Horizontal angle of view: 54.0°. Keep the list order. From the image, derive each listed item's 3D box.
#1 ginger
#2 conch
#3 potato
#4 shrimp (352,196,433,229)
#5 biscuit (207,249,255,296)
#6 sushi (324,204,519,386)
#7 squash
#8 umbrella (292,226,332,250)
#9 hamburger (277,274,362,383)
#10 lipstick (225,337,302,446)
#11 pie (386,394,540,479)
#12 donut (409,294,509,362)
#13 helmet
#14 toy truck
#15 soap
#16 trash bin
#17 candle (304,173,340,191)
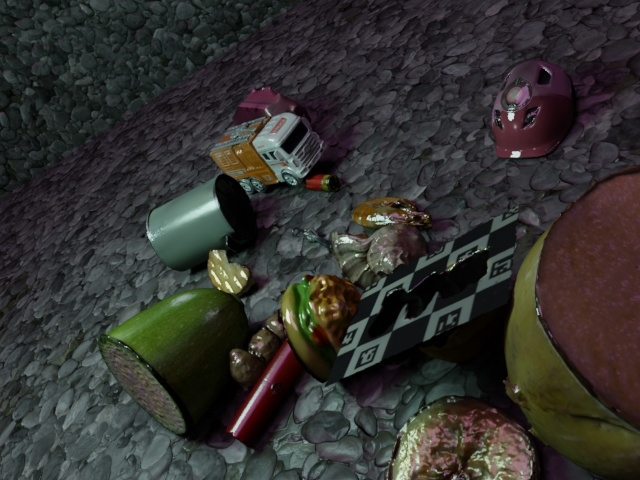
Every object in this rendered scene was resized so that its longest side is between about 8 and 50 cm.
[{"bbox_3d":[-0.133,0.253,1.474,0.080,0.104,0.204,-20,19,48],"label":"ginger"},{"bbox_3d":[0.134,0.048,1.418,0.209,0.159,0.291,-6,-1,-2],"label":"conch"},{"bbox_3d":[0.460,0.142,0.928,0.385,0.319,0.442,36,62,13],"label":"potato"},{"bbox_3d":[0.185,-0.065,1.565,0.150,0.068,0.248,-32,31,-26],"label":"shrimp"},{"bbox_3d":[-0.251,0.096,1.763,0.183,0.061,0.118,28,109,35],"label":"biscuit"},{"bbox_3d":[0.208,0.127,1.095,0.373,0.100,0.296,-33,16,34],"label":"sushi"},{"bbox_3d":[-0.322,0.249,1.524,0.310,0.311,0.309,4,38,44],"label":"squash"},{"bbox_3d":[0.001,-0.005,1.696,0.269,0.044,0.044,20,92,49],"label":"umbrella"},{"bbox_3d":[0.029,0.172,1.325,0.148,0.237,0.237,-29,36,15],"label":"hamburger"},{"bbox_3d":[-0.104,0.321,1.399,0.073,0.073,0.280,11,59,47],"label":"lipstick"},{"bbox_3d":[0.231,0.379,1.048,0.274,0.055,0.274,-24,37,20],"label":"pie"},{"bbox_3d":[0.262,0.132,1.243,0.226,0.114,0.227,-24,38,21],"label":"donut"},{"bbox_3d":[0.505,-0.334,1.521,0.198,0.154,0.253,5,49,43],"label":"helmet"},{"bbox_3d":[-0.173,-0.283,1.985,0.387,0.207,0.173,-3,46,50],"label":"toy truck"},{"bbox_3d":[-0.166,-0.414,2.155,0.324,0.220,0.127,14,69,48],"label":"soap"},{"bbox_3d":[-0.358,-0.051,1.911,0.262,0.217,0.277,-25,55,19],"label":"trash bin"},{"bbox_3d":[-0.003,-0.172,1.874,0.130,0.052,0.052,5,54,46],"label":"candle"}]
